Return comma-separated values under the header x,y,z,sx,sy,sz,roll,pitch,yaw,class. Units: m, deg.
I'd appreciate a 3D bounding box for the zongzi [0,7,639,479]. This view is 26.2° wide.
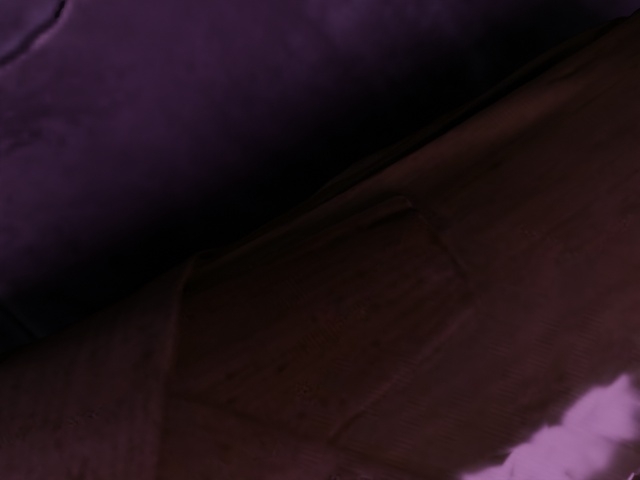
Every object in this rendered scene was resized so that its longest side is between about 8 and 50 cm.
x,y,z,sx,sy,sz,roll,pitch,yaw,class
0.009,0.008,0.523,0.467,0.218,0.500,29,97,-34,zongzi
